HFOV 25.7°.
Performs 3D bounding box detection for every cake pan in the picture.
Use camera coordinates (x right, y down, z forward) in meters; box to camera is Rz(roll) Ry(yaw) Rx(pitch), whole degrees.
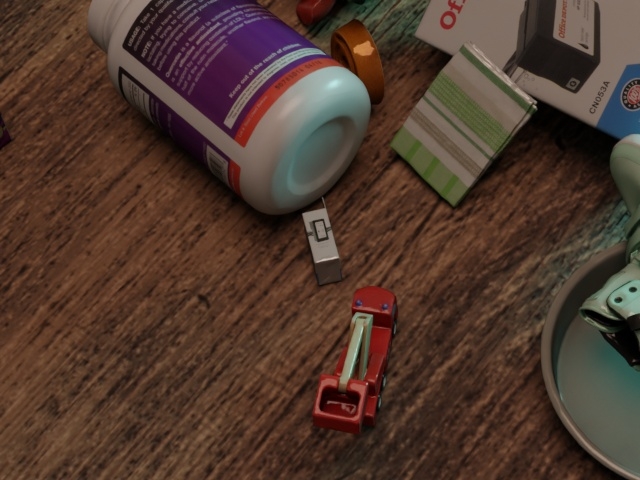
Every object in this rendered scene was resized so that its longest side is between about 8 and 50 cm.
[{"bbox_3d":[0.367,0.128,1.404,0.293,0.054,0.293,-2,58,4],"label":"cake pan"}]

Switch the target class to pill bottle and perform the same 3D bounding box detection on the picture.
[{"bbox_3d":[-0.110,-0.184,1.563,0.181,0.181,0.323,-41,64,-19],"label":"pill bottle"}]

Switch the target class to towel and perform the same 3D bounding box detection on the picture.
[{"bbox_3d":[0.156,-0.127,1.541,0.113,0.023,0.152,47,117,20],"label":"towel"}]

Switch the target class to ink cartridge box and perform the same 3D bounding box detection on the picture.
[{"bbox_3d":[0.293,-0.255,1.546,0.307,0.129,0.223,30,104,21],"label":"ink cartridge box"},{"bbox_3d":[0.000,0.000,1.518,0.028,0.048,0.083,-12,57,-3],"label":"ink cartridge box"}]

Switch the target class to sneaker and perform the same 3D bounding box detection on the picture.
[{"bbox_3d":[0.313,0.010,1.390,0.151,0.094,0.256,-16,60,-12],"label":"sneaker"}]

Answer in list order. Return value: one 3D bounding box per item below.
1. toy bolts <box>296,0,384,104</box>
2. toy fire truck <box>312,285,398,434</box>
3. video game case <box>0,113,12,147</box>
[{"bbox_3d":[0.073,-0.288,1.643,0.158,0.218,0.228,-18,23,-14],"label":"toy bolts"},{"bbox_3d":[0.038,0.117,1.391,0.047,0.135,0.192,8,60,10],"label":"toy fire truck"},{"bbox_3d":[-0.458,-0.108,1.530,0.042,0.210,0.232,36,67,23],"label":"video game case"}]
